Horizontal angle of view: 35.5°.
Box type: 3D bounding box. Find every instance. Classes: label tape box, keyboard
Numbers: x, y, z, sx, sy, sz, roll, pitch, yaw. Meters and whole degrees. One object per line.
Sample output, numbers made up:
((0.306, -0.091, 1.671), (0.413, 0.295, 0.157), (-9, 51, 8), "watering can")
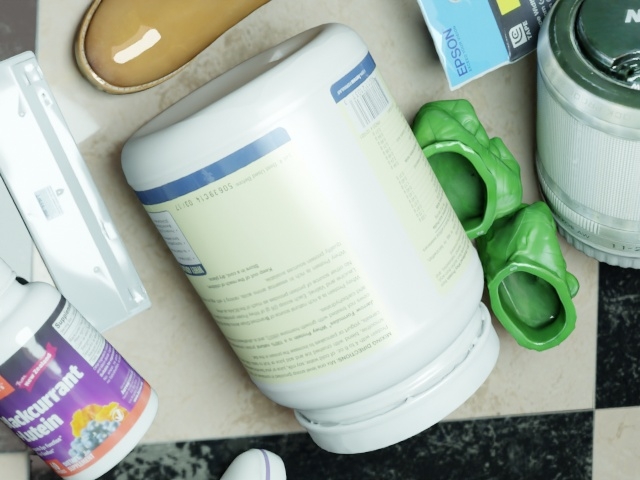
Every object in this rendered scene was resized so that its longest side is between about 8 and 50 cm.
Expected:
((0.200, -0.335, 1.061), (0.347, 0.115, 0.249), (-30, 104, -21), "label tape box")
((-0.234, -0.038, 0.894), (0.072, 0.014, 0.256), (-28, 103, -19), "keyboard")

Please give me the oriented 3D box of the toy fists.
((0.182, -0.023, 1.036), (0.096, 0.142, 0.279), (-32, 108, 16), "toy fists")

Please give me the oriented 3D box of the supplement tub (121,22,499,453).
((0.000, 0.000, 0.890), (0.235, 0.235, 0.325), (-36, 107, -22), "supplement tub")

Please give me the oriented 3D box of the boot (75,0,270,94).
((-0.068, -0.229, 0.858), (0.283, 0.220, 0.109), (-34, 106, -23), "boot")

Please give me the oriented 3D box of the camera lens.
((0.330, -0.127, 1.012), (0.219, 0.219, 0.274), (-46, 149, -19), "camera lens")

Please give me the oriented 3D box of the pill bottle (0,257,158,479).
((-0.237, 0.104, 0.839), (0.108, 0.108, 0.193), (-47, 110, -19), "pill bottle")

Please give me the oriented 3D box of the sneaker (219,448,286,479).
((-0.148, 0.296, 0.896), (0.161, 0.102, 0.282), (34, 76, -21), "sneaker")
